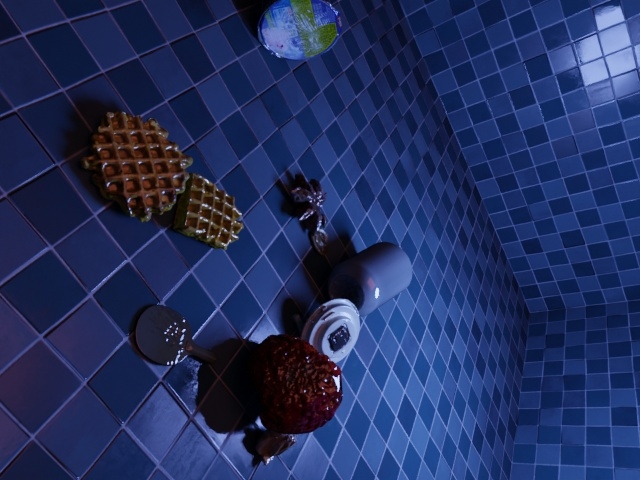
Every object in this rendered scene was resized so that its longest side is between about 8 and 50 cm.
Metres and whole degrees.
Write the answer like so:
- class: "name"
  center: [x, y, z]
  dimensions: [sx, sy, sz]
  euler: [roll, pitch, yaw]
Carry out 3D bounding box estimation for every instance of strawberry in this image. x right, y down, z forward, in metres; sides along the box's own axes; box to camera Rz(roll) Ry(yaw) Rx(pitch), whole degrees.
- class: "strawberry"
  center: [-0.054, 0.375, 1.343]
  dimensions: [0.274, 0.220, 0.274]
  euler: [57, 17, -28]

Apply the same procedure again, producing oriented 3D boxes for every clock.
- class: "clock"
  center: [0.042, 0.297, 1.569]
  dimensions: [0.236, 0.053, 0.237]
  euler: [-13, 112, -35]

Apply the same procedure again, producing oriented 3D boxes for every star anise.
- class: "star anise"
  center: [-0.038, -0.130, 1.686]
  dimensions: [0.196, 0.073, 0.212]
  euler: [32, 51, -48]

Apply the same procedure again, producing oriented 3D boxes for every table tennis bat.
- class: "table tennis bat"
  center: [-0.337, 0.240, 1.190]
  dimensions: [0.234, 0.022, 0.131]
  euler: [40, 47, -37]

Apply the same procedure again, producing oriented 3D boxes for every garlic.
- class: "garlic"
  center: [-0.118, 0.533, 1.338]
  dimensions: [0.113, 0.094, 0.074]
  euler: [10, 30, -47]

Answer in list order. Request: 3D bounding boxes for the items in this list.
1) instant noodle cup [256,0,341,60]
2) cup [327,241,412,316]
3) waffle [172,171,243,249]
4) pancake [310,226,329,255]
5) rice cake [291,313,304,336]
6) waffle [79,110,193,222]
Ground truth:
- class: "instant noodle cup"
  center: [-0.088, -0.832, 1.724]
  dimensions: [0.284, 0.284, 0.313]
  euler: [22, 53, -49]
- class: "cup"
  center: [0.169, 0.136, 1.764]
  dimensions: [0.312, 0.205, 0.206]
  euler: [-22, 96, -54]
- class: "waffle"
  center: [-0.284, -0.062, 1.332]
  dimensions: [0.211, 0.055, 0.161]
  euler: [34, 52, -49]
- class: "pancake"
  center: [-0.001, -0.001, 1.741]
  dimensions: [0.108, 0.017, 0.108]
  euler: [31, 51, -49]
- class: "rice cake"
  center: [-0.056, 0.284, 1.558]
  dimensions: [0.022, 0.021, 0.121]
  euler: [-32, 104, -41]
- class: "waffle"
  center: [-0.420, -0.180, 1.170]
  dimensions: [0.237, 0.058, 0.244]
  euler: [37, 56, -25]
